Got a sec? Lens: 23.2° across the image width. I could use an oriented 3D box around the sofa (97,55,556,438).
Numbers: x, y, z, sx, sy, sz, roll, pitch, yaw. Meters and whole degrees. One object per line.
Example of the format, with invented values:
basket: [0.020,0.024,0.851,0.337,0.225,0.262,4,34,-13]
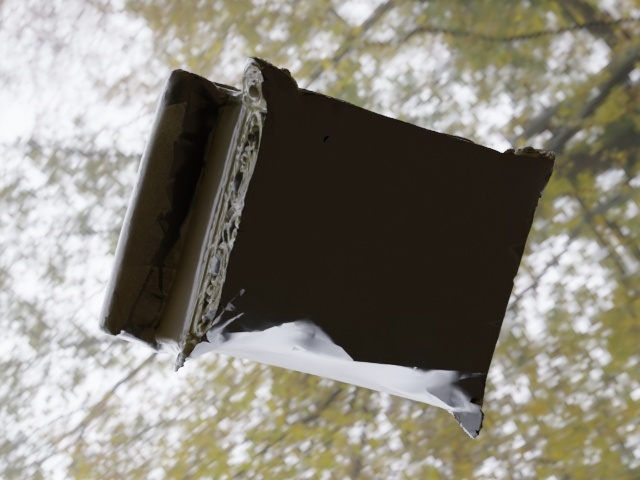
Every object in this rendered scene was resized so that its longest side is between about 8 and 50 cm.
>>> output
sofa: [0.000,0.000,1.029,0.258,0.182,0.200,14,-87,-25]
